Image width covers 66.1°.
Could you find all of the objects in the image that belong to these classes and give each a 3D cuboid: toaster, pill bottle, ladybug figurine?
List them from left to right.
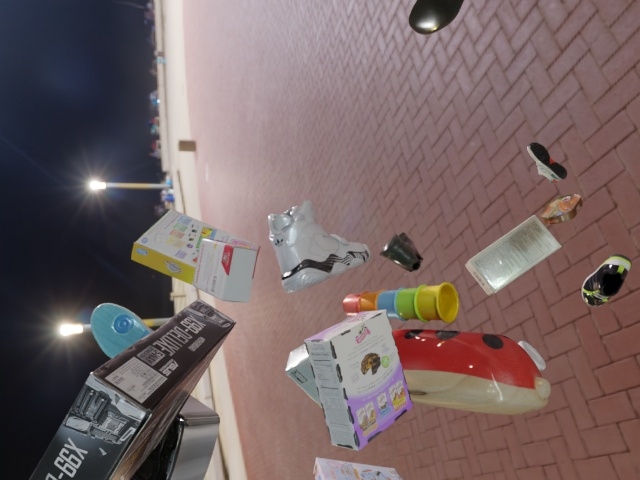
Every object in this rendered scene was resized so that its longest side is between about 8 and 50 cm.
[{"bbox_3d":[-0.301,0.399,0.981,0.185,0.110,0.168,14,87,39],"label":"toaster"},{"bbox_3d":[0.290,0.290,1.119,0.449,0.305,0.162,-6,73,41],"label":"ladybug figurine"},{"bbox_3d":[0.645,0.436,1.652,0.187,0.112,0.112,-49,38,23],"label":"pill bottle"}]

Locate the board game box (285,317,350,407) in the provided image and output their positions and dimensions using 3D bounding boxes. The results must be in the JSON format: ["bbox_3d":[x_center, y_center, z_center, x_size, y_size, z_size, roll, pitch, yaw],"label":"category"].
[{"bbox_3d":[0.078,0.386,1.540,0.303,0.224,0.097,-34,19,23],"label":"board game box"}]

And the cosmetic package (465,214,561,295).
[{"bbox_3d":[0.735,0.060,1.892,0.160,0.309,0.113,56,177,15],"label":"cosmetic package"}]

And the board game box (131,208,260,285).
[{"bbox_3d":[-0.368,0.037,1.499,0.242,0.316,0.064,-67,1,-60],"label":"board game box"}]

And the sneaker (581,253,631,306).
[{"bbox_3d":[0.847,0.136,1.479,0.097,0.084,0.235,-50,-27,-35],"label":"sneaker"}]

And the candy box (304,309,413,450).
[{"bbox_3d":[0.072,0.244,0.895,0.070,0.164,0.196,-13,92,46],"label":"candy box"}]

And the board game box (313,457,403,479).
[{"bbox_3d":[0.155,0.872,1.708,0.318,0.317,0.066,177,104,-81],"label":"board game box"}]

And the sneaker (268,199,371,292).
[{"bbox_3d":[0.000,0.000,1.325,0.137,0.365,0.210,-26,84,35],"label":"sneaker"}]

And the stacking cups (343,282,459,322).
[{"bbox_3d":[0.188,0.155,1.247,0.316,0.096,0.096,-6,85,46],"label":"stacking cups"}]

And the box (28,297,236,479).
[{"bbox_3d":[-0.241,0.227,0.644,0.242,0.076,0.307,-58,-1,9],"label":"box"}]

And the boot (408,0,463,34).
[{"bbox_3d":[0.348,-0.684,1.326,0.305,0.112,0.115,-41,23,61],"label":"boot"}]

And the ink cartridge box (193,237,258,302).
[{"bbox_3d":[-0.232,0.068,1.188,0.175,0.072,0.128,12,91,53],"label":"ink cartridge box"}]

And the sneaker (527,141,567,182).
[{"bbox_3d":[0.735,-0.252,1.633,0.161,0.057,0.075,44,160,2],"label":"sneaker"}]

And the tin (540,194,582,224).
[{"bbox_3d":[0.804,-0.103,1.642,0.106,0.189,0.040,-4,113,45],"label":"tin"}]

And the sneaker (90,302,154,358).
[{"bbox_3d":[-0.501,0.300,1.400,0.127,0.319,0.208,-48,3,-12],"label":"sneaker"}]

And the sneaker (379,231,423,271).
[{"bbox_3d":[0.283,0.050,1.659,0.109,0.130,0.286,-54,-11,15],"label":"sneaker"}]
